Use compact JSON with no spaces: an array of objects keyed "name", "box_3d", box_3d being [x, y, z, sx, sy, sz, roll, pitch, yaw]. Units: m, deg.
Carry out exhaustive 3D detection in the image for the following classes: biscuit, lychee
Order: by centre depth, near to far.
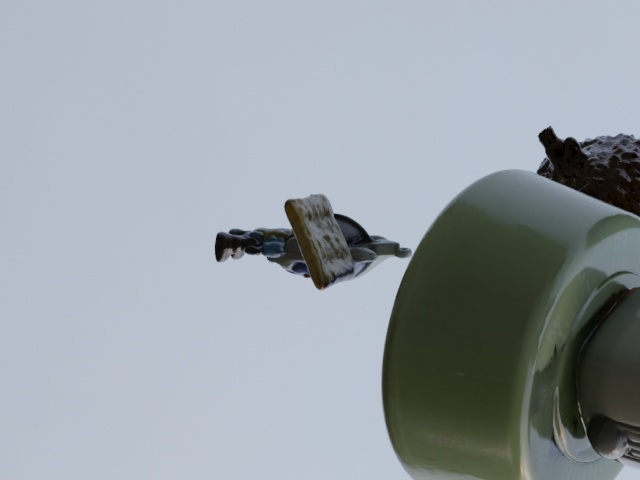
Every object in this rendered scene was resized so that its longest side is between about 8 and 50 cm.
[{"name":"biscuit","box_3d":[0.000,0.000,1.145,0.018,0.083,0.081,-22,-91,21]},{"name":"lychee","box_3d":[0.306,-0.025,1.433,0.238,0.200,0.200,47,-33,-14]}]

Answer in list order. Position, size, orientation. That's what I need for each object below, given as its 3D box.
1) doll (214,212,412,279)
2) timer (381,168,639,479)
[{"name":"doll","box_3d":[-0.005,0.006,1.340,0.195,0.096,0.070,2,-78,16]},{"name":"timer","box_3d":[0.255,0.108,1.088,0.315,0.291,0.291,14,-77,38]}]
